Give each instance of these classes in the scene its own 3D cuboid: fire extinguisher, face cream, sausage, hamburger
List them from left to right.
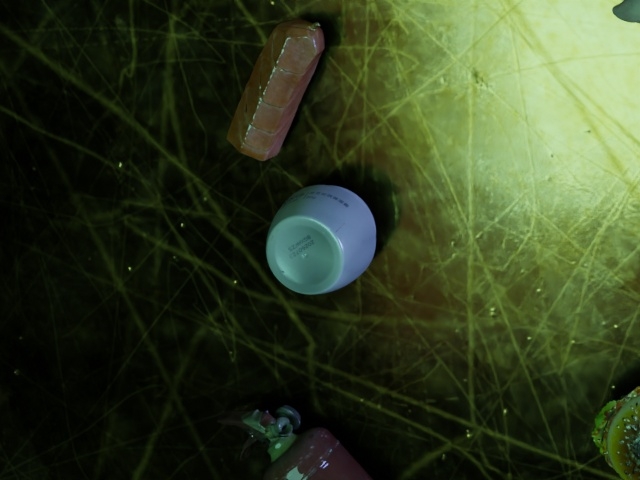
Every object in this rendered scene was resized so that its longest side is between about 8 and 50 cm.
[{"bbox_3d":[-0.045,-0.172,1.507,0.065,0.065,0.169,30,116,9],"label":"sausage"},{"bbox_3d":[0.000,0.000,1.526,0.117,0.104,0.117,8,112,19],"label":"face cream"},{"bbox_3d":[0.009,0.317,1.646,0.337,0.106,0.147,48,143,1],"label":"fire extinguisher"},{"bbox_3d":[0.361,0.210,1.471,0.141,0.081,0.126,28,116,12],"label":"hamburger"}]

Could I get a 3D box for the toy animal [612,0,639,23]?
[{"bbox_3d":[0.377,-0.232,1.292,0.212,0.124,0.124,3,109,17],"label":"toy animal"}]
